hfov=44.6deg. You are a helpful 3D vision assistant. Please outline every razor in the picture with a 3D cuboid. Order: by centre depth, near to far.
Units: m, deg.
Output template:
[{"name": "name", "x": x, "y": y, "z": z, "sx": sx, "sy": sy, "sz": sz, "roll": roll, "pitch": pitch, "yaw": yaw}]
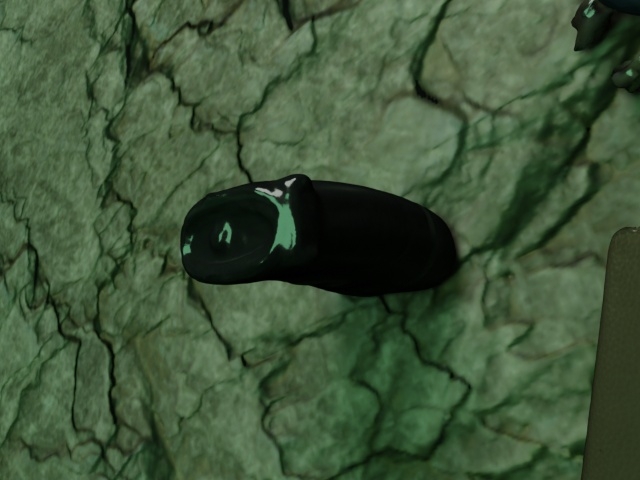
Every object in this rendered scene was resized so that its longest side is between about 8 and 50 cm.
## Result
[{"name": "razor", "x": 0.000, "y": 0.000, "z": 0.415, "sx": 0.090, "sy": 0.148, "sz": 0.054, "roll": -15, "pitch": 75, "yaw": 38}]

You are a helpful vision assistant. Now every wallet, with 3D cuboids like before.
[{"name": "wallet", "x": 0.166, "y": 0.069, "z": 0.324, "sx": 0.118, "sy": 0.039, "sz": 0.152, "roll": 1, "pitch": 79, "yaw": 44}]

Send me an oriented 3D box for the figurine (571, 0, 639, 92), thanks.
[{"name": "figurine", "x": 0.195, "y": -0.162, "z": 0.278, "sx": 0.265, "sy": 0.197, "sz": 0.175, "roll": -39, "pitch": 80, "yaw": 23}]
